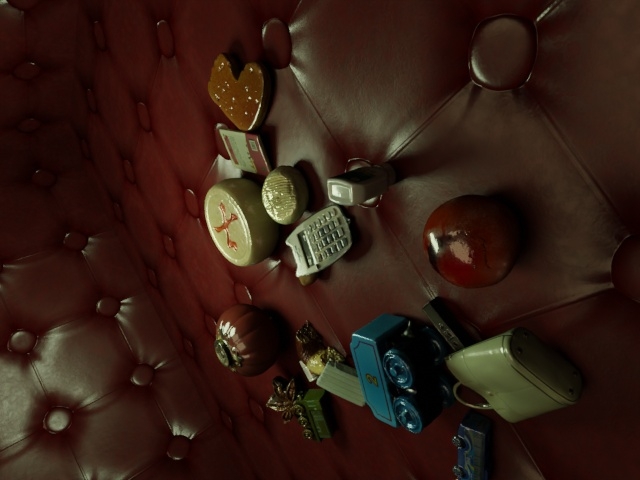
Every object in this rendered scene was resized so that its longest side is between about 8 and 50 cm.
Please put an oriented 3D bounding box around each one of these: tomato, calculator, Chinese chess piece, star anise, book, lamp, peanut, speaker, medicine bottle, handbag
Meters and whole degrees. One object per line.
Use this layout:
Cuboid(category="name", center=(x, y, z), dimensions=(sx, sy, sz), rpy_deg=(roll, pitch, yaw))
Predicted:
Cuboid(category="tomato", center=(0.322, 0.005, 0.983), dimensions=(0.208, 0.184, 0.208), rpy_deg=(24, 125, 39))
Cuboid(category="calculator", center=(0.000, 0.000, 1.419), dimensions=(0.268, 0.040, 0.177), rpy_deg=(-34, 67, 38))
Cuboid(category="Chinese chess piece", center=(-0.299, -0.070, 1.711), dimensions=(0.338, 0.140, 0.338), rpy_deg=(26, 127, 40))
Cuboid(category="star anise", center=(-0.135, 0.673, 1.939), dimensions=(0.220, 0.099, 0.214), rpy_deg=(-32, 88, 32))
Cuboid(category="book", center=(-0.262, -0.312, 1.605), dimensions=(0.231, 0.022, 0.162), rpy_deg=(21, 139, 43))
Cuboid(category="lamp", center=(-0.301, 0.409, 1.870), dimensions=(0.303, 0.256, 0.303), rpy_deg=(28, 129, 40))
Cuboid(category="peanut", center=(-0.037, 0.089, 1.541), dimensions=(0.076, 0.076, 0.152), rpy_deg=(39, 130, 30))
Cuboid(category="speaker", center=(0.346, 0.240, 1.191), dimensions=(0.191, 0.046, 0.040), rpy_deg=(53, 141, 16))
Cuboid(category="medicine bottle", center=(0.111, -0.146, 1.153), dimensions=(0.119, 0.183, 0.070), rpy_deg=(17, 120, 44))
Cuboid(category="medicine bottle", center=(-0.039, 0.499, 1.770), dimensions=(0.057, 0.057, 0.089), rpy_deg=(-36, 80, 51))
Cuboid(category="handbag", center=(0.437, 0.333, 1.090), dimensions=(0.241, 0.109, 0.315), rpy_deg=(40, 147, 5))

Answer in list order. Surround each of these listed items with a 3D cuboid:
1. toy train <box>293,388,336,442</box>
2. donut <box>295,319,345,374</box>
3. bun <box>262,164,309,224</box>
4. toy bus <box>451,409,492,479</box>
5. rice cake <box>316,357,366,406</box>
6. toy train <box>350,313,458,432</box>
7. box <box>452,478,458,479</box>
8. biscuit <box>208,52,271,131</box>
Cuboid(category="toy train", center=(-0.019, 0.703, 1.813), dimensions=(0.137, 0.090, 0.226), rpy_deg=(-11, 106, 25))
Cuboid(category="donut", center=(-0.015, 0.424, 1.680), dimensions=(0.217, 0.085, 0.141), rpy_deg=(35, 132, 31))
Cuboid(category="bun", center=(-0.108, -0.150, 1.480), dimensions=(0.164, 0.111, 0.188), rpy_deg=(-17, 93, 35))
Cuboid(category="toy bus", center=(0.424, 0.592, 1.256), dimensions=(0.094, 0.079, 0.237), rpy_deg=(14, 119, 44))
Cuboid(category="rice cake", center=(0.095, 0.495, 1.568), dimensions=(0.198, 0.037, 0.189), rpy_deg=(27, 134, 3))
Cuboid(category="toy train", center=(0.226, 0.370, 1.295), dimensions=(0.265, 0.187, 0.301), rpy_deg=(4, 113, 54))
Cuboid(category="box", center=(0.458, 0.802, 1.315), dimensions=(0.133, 0.099, 0.182), rpy_deg=(-36, 79, 49))
Cuboid(category="biscuit", center=(-0.266, -0.515, 1.508), dimensions=(0.277, 0.052, 0.262), rpy_deg=(47, 139, 19))
